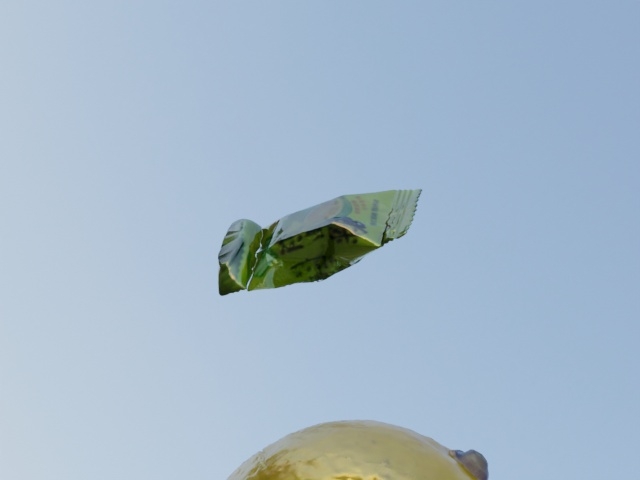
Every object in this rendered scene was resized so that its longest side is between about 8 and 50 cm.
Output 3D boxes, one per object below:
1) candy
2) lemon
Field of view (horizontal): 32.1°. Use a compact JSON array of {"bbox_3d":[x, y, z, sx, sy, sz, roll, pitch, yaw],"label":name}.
[{"bbox_3d":[0.000,0.000,1.321,0.246,0.149,0.069,-18,-62,16],"label":"candy"},{"bbox_3d":[0.022,0.290,0.905,0.297,0.297,0.297,33,-44,39],"label":"lemon"}]
